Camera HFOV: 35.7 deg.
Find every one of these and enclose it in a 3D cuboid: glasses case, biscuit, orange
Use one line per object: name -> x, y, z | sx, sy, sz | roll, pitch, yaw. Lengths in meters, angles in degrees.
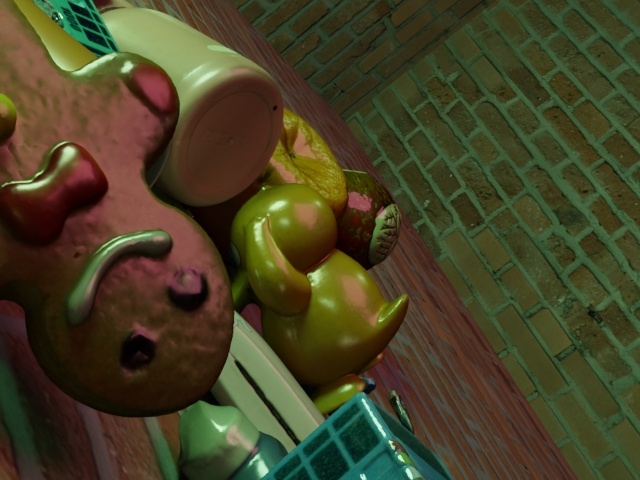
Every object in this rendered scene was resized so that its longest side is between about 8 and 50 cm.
glasses case -> -0.043, 0.177, 0.984 | 0.297, 0.075, 0.113 | 52, -9, 3
biscuit -> -0.210, -0.061, 0.660 | 0.432, 0.283, 0.064 | 50, -34, -7
orange -> -0.093, -0.072, 1.310 | 0.249, 0.183, 0.249 | 37, 26, -22

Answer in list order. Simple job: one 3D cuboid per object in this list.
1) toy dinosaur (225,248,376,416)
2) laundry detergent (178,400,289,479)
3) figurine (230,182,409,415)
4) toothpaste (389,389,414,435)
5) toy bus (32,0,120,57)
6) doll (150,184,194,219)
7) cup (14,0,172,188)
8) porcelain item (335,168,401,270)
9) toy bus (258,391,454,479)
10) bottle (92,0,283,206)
toy dinosaur -> -0.012, 0.152, 1.238 | 0.329, 0.076, 0.144 | 64, 23, 10
laundry detergent -> -0.018, 0.257, 0.846 | 0.290, 0.094, 0.143 | 47, 6, -10
figurine -> -0.016, 0.060, 1.100 | 0.228, 0.215, 0.215 | 38, 10, 3
toothpaste -> 0.131, 0.275, 1.585 | 0.027, 0.019, 0.083 | 67, -3, -57
toy bus -> -0.300, -0.214, 1.026 | 0.147, 0.128, 0.256 | 12, 41, -56
doll -> -0.171, -0.014, 1.137 | 0.106, 0.062, 0.162 | 30, 26, -53
cup -> -0.273, -0.108, 0.818 | 0.264, 0.182, 0.226 | 48, 41, 16
porcelain item -> 0.000, 0.000, 1.525 | 0.253, 0.253, 0.253 | 50, 11, -13
toy bus -> -0.013, 0.220, 0.616 | 0.116, 0.234, 0.133 | 44, 6, -37
bottle -> -0.195, -0.190, 1.136 | 0.297, 0.173, 0.206 | 36, -40, 34
